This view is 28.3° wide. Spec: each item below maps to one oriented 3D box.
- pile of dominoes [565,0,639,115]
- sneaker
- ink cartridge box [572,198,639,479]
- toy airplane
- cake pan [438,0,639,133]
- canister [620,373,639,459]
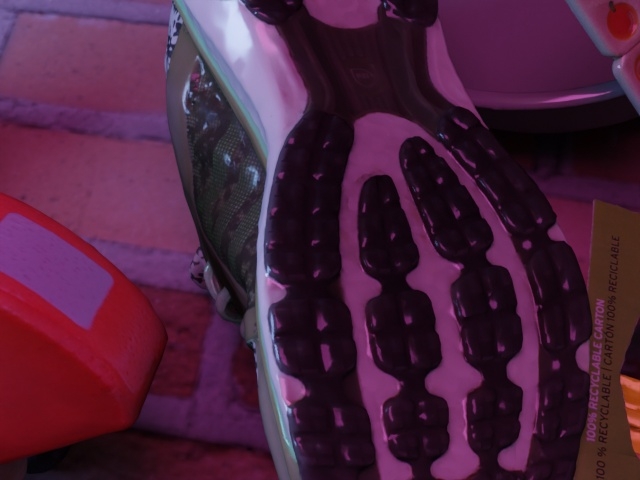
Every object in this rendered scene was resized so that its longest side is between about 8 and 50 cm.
[{"bbox_3d":[0.251,-0.092,0.616,0.196,0.040,0.251,-41,105,-14],"label":"pile of dominoes"},{"bbox_3d":[0.000,0.000,0.618,0.158,0.182,0.410,3,55,-23],"label":"sneaker"},{"bbox_3d":[0.244,0.069,0.526,0.255,0.097,0.189,15,58,-6],"label":"ink cartridge box"},{"bbox_3d":[-0.309,0.010,0.558,0.384,0.273,0.386,-17,35,-31],"label":"toy airplane"},{"bbox_3d":[0.138,-0.180,0.730,0.293,0.054,0.293,-9,57,14],"label":"cake pan"},{"bbox_3d":[0.108,0.147,0.570,0.126,0.073,0.170,18,66,14],"label":"canister"}]
